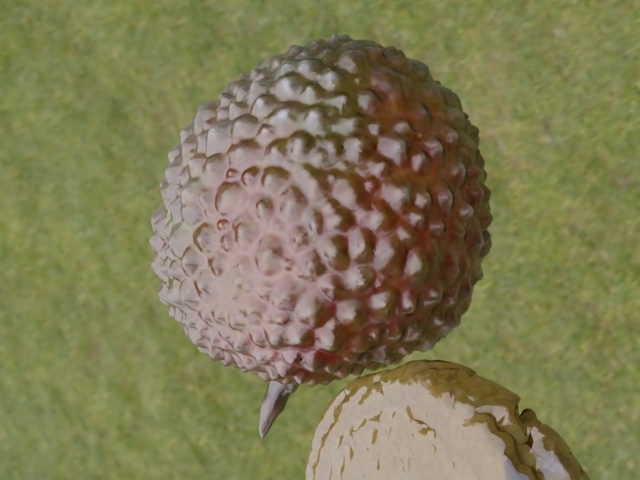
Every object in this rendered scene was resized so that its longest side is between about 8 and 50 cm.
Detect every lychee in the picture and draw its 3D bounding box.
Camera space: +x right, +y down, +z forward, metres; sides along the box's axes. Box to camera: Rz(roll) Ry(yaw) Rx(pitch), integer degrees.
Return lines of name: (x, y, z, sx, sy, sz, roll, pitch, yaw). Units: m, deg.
lychee: (0.000, 0.000, 0.725, 0.165, 0.165, 0.197, 22, 117, 37)

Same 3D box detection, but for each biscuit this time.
biscuit: (0.056, 0.155, 0.603, 0.226, 0.042, 0.226, 17, 110, 58)
